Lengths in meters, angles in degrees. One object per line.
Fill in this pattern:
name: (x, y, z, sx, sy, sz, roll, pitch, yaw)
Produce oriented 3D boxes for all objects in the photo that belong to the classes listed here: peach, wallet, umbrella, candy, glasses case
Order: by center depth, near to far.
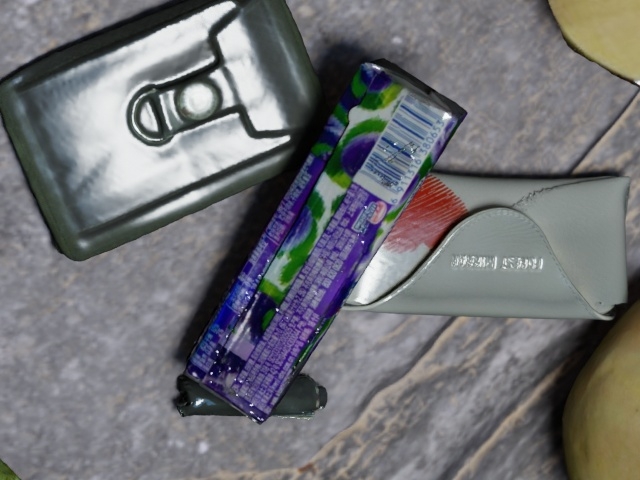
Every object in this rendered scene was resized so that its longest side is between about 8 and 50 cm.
wallet: (-0.118, -0.096, 1.557, 0.245, 0.052, 0.169, -24, 111, -9)
candy: (0.000, 0.000, 1.571, 0.088, 0.061, 0.312, 34, 109, 6)
umbrella: (-0.058, 0.131, 1.662, 0.133, 0.031, 0.036, 3, 108, -22)
glasses case: (0.138, 0.003, 1.664, 0.308, 0.083, 0.128, 3, 107, -22)
peach: (0.356, 0.162, 1.700, 0.292, 0.292, 0.247, 4, 70, -22)

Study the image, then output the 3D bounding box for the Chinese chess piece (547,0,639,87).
Chinese chess piece: (0.301, -0.229, 1.565, 0.257, 0.257, 0.104, 32, 52, -26)

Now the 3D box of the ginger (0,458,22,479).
ginger: (-0.336, 0.147, 1.531, 0.137, 0.089, 0.290, -26, 116, -2)
